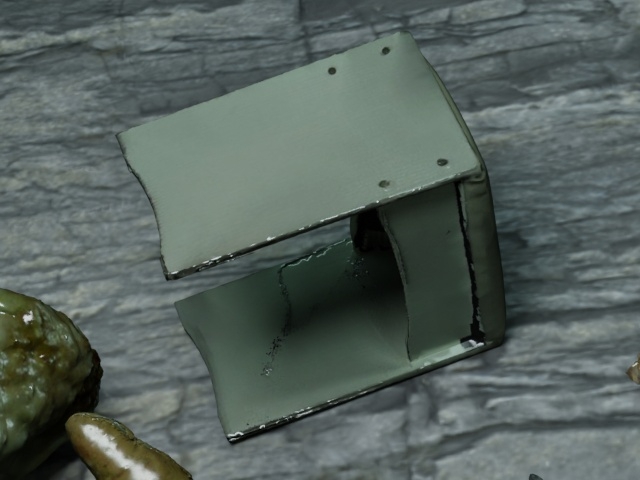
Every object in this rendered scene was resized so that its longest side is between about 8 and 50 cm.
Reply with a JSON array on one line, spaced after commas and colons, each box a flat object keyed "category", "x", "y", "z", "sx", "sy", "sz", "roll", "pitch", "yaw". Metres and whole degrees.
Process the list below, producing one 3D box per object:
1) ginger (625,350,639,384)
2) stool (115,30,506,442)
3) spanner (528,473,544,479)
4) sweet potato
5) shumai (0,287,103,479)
[{"category": "ginger", "x": 0.365, "y": 0.164, "z": 1.307, "sx": 0.122, "sy": 0.084, "sz": 0.290, "roll": -28, "pitch": 52, "yaw": -19}, {"category": "stool", "x": 0.000, "y": 0.000, "z": 1.410, "sx": 0.269, "sy": 0.244, "sz": 0.170, "roll": -20, "pitch": 51, "yaw": -5}, {"category": "spanner", "x": 0.208, "y": 0.279, "z": 1.293, "sx": 0.054, "sy": 0.015, "sz": 0.254, "roll": -27, "pitch": 52, "yaw": -10}, {"category": "sweet potato", "x": -0.107, "y": 0.273, "z": 1.298, "sx": 0.098, "sy": 0.124, "sz": 0.310, "roll": -27, "pitch": 60, "yaw": 6}, {"category": "shumai", "x": -0.293, "y": 0.168, "z": 1.346, "sx": 0.272, "sy": 0.222, "sz": 0.204, "roll": 8, "pitch": 53, "yaw": -34}]
